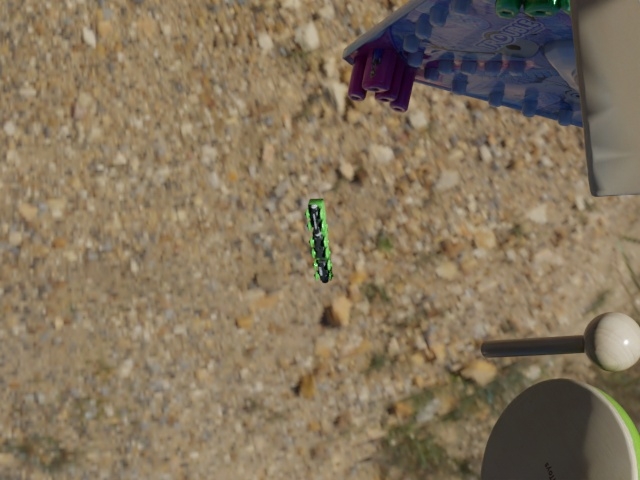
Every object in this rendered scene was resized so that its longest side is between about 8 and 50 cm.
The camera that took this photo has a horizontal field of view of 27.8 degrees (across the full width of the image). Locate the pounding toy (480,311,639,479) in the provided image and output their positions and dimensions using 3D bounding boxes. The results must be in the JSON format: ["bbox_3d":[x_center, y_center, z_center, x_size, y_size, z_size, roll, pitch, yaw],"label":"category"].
[{"bbox_3d":[0.243,0.195,1.162,0.110,0.236,0.183,14,158,-35],"label":"pounding toy"}]

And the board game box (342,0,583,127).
[{"bbox_3d":[0.255,-0.134,1.096,0.390,0.390,0.050,13,81,-16],"label":"board game box"}]

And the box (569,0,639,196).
[{"bbox_3d":[0.216,-0.187,0.701,0.148,0.121,0.311,-13,98,-47],"label":"box"}]

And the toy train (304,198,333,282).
[{"bbox_3d":[0.000,0.000,1.102,0.017,0.023,0.083,0,128,10],"label":"toy train"}]
